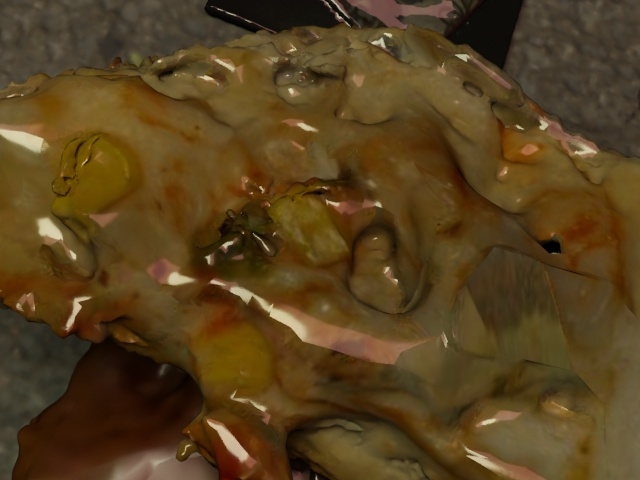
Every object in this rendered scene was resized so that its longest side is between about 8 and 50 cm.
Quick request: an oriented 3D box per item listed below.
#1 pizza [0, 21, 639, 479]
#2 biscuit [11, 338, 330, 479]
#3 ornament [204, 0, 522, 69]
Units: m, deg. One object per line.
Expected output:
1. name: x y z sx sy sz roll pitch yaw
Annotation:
1. pizza: 0.000 0.000 0.485 0.297 0.071 0.189 26 65 0
2. biscuit: 0.079 0.145 0.574 0.395 0.166 0.342 31 69 1
3. ornament: 0.045 -0.185 0.667 0.166 0.196 0.153 19 68 -4
